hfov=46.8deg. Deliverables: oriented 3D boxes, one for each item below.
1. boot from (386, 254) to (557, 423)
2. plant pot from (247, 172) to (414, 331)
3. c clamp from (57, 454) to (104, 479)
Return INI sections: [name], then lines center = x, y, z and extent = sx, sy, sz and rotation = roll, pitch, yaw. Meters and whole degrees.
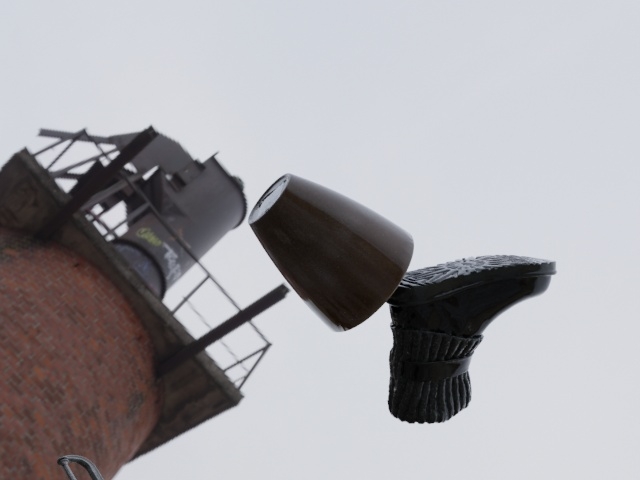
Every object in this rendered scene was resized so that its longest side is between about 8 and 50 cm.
[boot]
center = 0.269, 0.169, 1.325
extent = 0.348, 0.131, 0.260
rotation = -10, -79, -14
[plant pot]
center = 0.000, 0.000, 1.234
extent = 0.230, 0.215, 0.215
rotation = 40, -59, -19
[c clamp]
center = -0.503, 0.499, 1.548
extent = 0.022, 0.137, 0.161
rotation = -56, -135, 5
